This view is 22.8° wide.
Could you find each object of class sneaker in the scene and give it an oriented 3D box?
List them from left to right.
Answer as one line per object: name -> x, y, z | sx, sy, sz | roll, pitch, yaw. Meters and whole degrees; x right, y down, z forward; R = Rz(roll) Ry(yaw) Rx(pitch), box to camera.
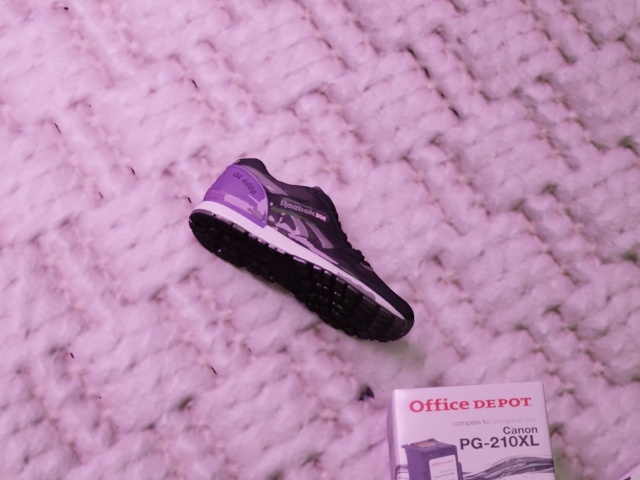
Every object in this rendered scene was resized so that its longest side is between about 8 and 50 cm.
sneaker -> 0.000, 0.000, 1.815 | 0.283, 0.107, 0.124 | 32, 61, 3

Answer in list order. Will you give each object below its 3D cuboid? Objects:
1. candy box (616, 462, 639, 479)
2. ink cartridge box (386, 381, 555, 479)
candy box -> 0.411, 0.336, 1.776 | 0.164, 0.070, 0.196 | -30, 78, -20
ink cartridge box -> 0.166, 0.279, 1.711 | 0.171, 0.100, 0.237 | -3, 64, -1
